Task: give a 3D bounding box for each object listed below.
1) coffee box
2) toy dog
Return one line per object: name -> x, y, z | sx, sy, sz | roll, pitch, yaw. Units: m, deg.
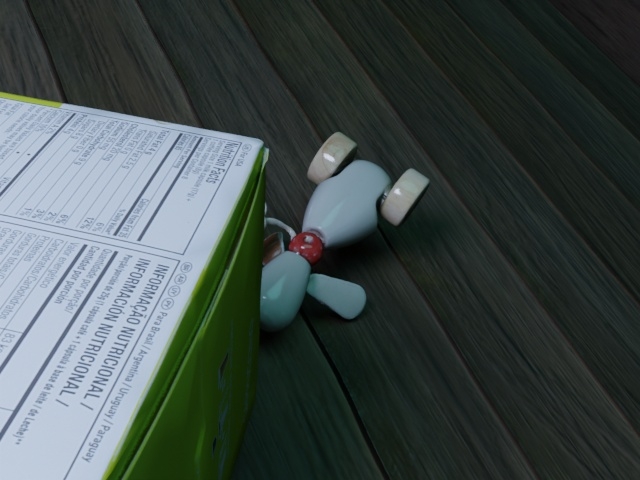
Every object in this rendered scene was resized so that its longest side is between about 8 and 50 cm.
coffee box -> -0.241, 0.121, 0.583 | 0.335, 0.337, 0.338 | 10, 40, 6
toy dog -> 0.000, 0.000, 1.045 | 0.334, 0.161, 0.220 | -29, 66, -26
